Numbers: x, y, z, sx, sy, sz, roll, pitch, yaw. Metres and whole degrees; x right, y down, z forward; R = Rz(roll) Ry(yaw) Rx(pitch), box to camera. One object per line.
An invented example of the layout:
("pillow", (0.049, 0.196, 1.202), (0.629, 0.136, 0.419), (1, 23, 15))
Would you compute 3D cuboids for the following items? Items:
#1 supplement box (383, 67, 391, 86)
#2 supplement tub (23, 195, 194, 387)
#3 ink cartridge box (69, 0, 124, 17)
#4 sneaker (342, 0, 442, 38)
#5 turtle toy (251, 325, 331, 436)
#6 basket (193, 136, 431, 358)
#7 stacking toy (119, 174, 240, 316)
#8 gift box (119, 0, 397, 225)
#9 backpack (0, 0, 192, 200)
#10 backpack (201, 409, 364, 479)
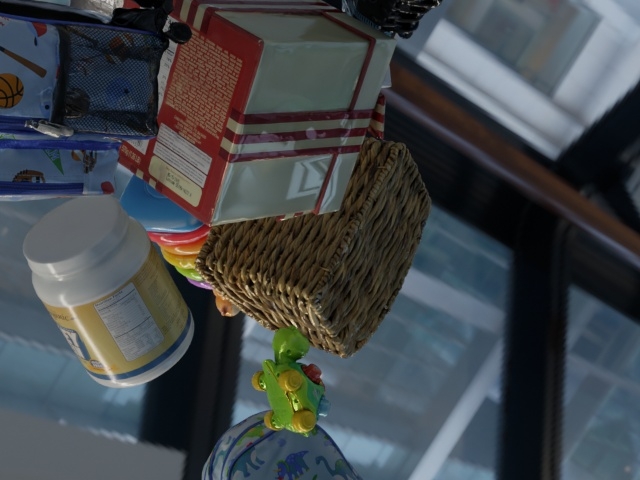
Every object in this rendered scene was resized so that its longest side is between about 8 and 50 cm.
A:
("supplement box", (0.044, -0.304, 2.017), (0.111, 0.114, 0.220), (-6, -174, 13))
("supplement tub", (-0.248, 0.059, 1.427), (0.144, 0.144, 0.200), (40, 159, 52))
("ink cartridge box", (-0.366, -0.431, 2.262), (0.206, 0.208, 0.045), (24, -136, 7))
("sneaker", (0.107, -0.295, 1.397), (0.125, 0.140, 0.341), (8, -173, -14))
("turtle toy", (-0.031, 0.165, 1.416), (0.066, 0.130, 0.095), (-19, -176, -30))
("basket", (0.000, 0.000, 1.795), (0.223, 0.299, 0.213), (15, 155, 31))
("stacking toy", (-0.176, 0.013, 1.890), (0.165, 0.175, 0.302), (3, 136, 25))
("gift box", (-0.093, -0.160, 1.416), (0.255, 0.276, 0.258), (39, -149, 30))
("backpack", (-0.301, -0.143, 1.082), (0.263, 0.213, 0.276), (9, 178, -43))
("backpack", (-0.037, 0.440, 1.940), (0.356, 0.290, 0.273), (56, 167, 21))
